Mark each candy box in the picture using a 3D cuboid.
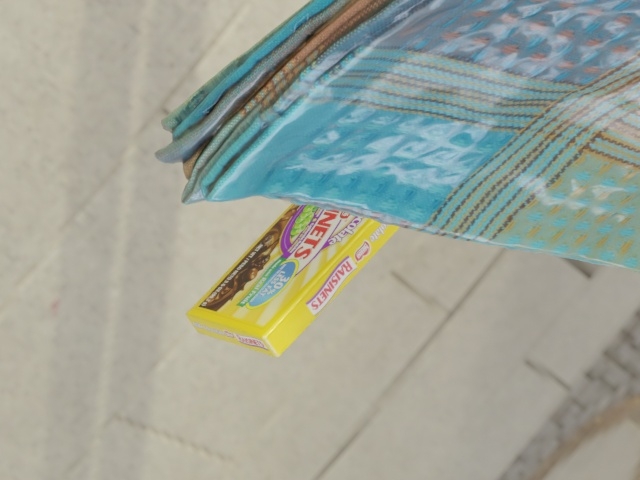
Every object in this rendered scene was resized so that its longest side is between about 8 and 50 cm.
[{"bbox_3d":[0.000,0.000,1.431,0.206,0.105,0.027,-47,124,-21],"label":"candy box"}]

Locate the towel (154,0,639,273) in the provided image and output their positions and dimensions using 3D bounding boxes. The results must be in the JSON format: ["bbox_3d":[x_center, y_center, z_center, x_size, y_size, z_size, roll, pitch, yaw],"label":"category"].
[{"bbox_3d":[0.159,-0.063,0.769,0.370,0.040,0.271,10,146,-38],"label":"towel"}]
